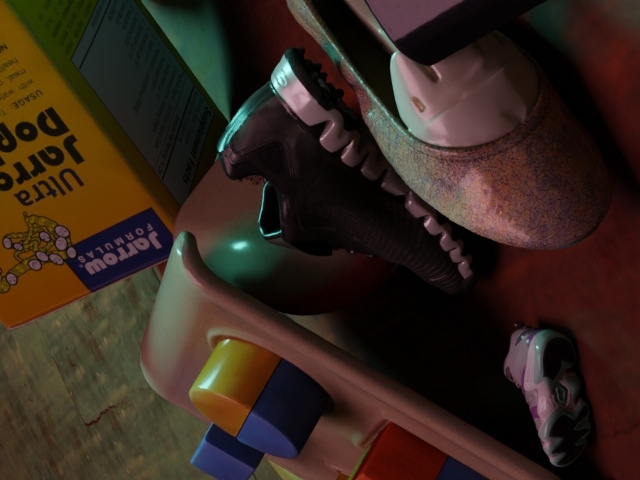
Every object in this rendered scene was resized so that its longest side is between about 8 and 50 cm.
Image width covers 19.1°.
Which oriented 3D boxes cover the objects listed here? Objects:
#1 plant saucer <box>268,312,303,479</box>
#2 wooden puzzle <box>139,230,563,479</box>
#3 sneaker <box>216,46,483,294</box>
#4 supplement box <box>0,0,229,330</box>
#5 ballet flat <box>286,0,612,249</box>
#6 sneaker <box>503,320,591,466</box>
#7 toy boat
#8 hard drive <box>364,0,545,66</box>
[{"bbox_3d":[-0.028,0.160,1.767,0.200,0.037,0.200,50,154,35],"label":"plant saucer"},{"bbox_3d":[0.003,0.160,1.427,0.348,0.080,0.322,35,160,2],"label":"wooden puzzle"},{"bbox_3d":[0.015,-0.025,1.277,0.234,0.106,0.078,43,-167,-37],"label":"sneaker"},{"bbox_3d":[-0.260,-0.140,1.548,0.356,0.195,0.194,55,-155,-25],"label":"supplement box"},{"bbox_3d":[0.058,-0.113,1.162,0.316,0.107,0.106,47,169,38],"label":"ballet flat"},{"bbox_3d":[0.149,0.100,1.294,0.069,0.038,0.098,26,126,61],"label":"sneaker"},{"bbox_3d":[0.000,0.000,1.439,0.151,0.151,0.231,41,169,-24],"label":"toy boat"},{"bbox_3d":[0.053,-0.238,1.040,0.172,0.054,0.254,-27,84,40],"label":"hard drive"}]
